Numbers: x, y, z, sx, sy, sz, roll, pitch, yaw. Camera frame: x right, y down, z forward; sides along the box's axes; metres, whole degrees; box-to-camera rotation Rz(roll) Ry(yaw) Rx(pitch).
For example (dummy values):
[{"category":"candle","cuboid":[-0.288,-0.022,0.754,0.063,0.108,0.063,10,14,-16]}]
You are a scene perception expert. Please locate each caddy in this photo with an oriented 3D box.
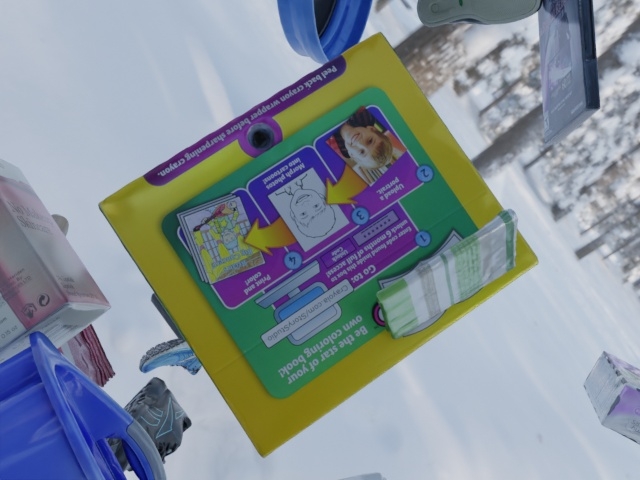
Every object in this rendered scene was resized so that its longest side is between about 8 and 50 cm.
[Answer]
[{"category":"caddy","cuboid":[-0.249,0.260,0.785,0.241,0.179,0.341,26,-41,63]}]

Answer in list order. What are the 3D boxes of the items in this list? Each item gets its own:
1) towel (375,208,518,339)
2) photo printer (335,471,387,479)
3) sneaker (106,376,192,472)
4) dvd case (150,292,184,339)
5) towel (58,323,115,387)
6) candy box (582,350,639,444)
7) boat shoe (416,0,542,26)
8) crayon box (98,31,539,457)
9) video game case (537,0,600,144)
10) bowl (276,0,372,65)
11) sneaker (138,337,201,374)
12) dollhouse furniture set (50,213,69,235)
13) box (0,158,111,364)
[{"category":"towel","cuboid":[0.124,0.033,0.749,0.023,0.152,0.113,57,-5,31]},{"category":"photo printer","cuboid":[-0.045,0.424,0.971,0.256,0.308,0.107,-92,168,-74]},{"category":"sneaker","cuboid":[-0.261,0.295,1.163,0.106,0.101,0.267,45,13,-5]},{"category":"dvd case","cuboid":[-0.197,0.154,1.565,0.253,0.022,0.180,0,27,-36]},{"category":"towel","cuboid":[-0.511,0.126,1.253,0.037,0.329,0.237,-60,149,-43]},{"category":"candy box","cuboid":[0.474,0.243,1.083,0.165,0.070,0.196,28,9,8]},{"category":"boat shoe","cuboid":[0.284,-0.420,1.340,0.079,0.233,0.084,-23,114,-44]},{"category":"crayon box","cuboid":[0.000,0.000,0.848,0.313,0.363,0.106,56,-10,2]},{"category":"video game case","cuboid":[0.382,-0.307,1.195,0.196,0.026,0.274,95,-7,-82]},{"category":"bowl","cuboid":[0.020,-0.508,1.359,0.077,0.391,0.391,12,0,16]},{"category":"sneaker","cuboid":[-0.247,0.215,1.389,0.063,0.162,0.073,-169,-115,-71]},{"category":"dollhouse furniture set","cuboid":[-0.690,-0.134,1.370,0.362,0.256,0.394,22,-8,21]},{"category":"box","cuboid":[-0.384,0.022,0.921,0.232,0.127,0.148,54,0,8]}]
